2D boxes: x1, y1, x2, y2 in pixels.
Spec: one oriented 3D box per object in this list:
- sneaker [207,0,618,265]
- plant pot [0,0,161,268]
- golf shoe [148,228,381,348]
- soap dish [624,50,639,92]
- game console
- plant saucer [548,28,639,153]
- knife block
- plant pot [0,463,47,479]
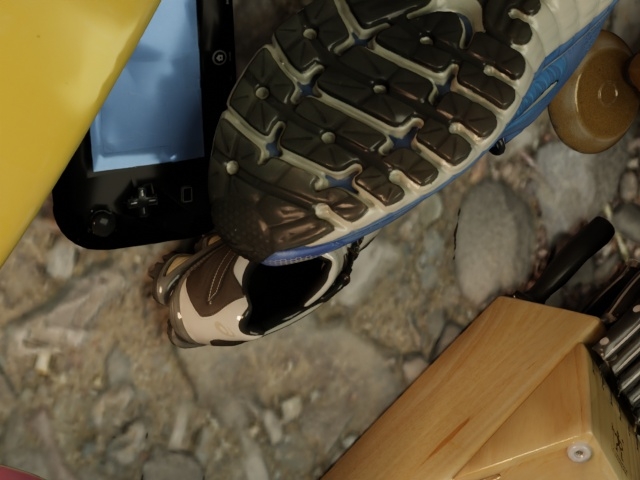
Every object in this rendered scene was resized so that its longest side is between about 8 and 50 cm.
[{"bbox_3d":[0.069,-0.083,1.004,0.330,0.130,0.147,-40,158,-28],"label":"sneaker"},{"bbox_3d":[-0.201,-0.126,0.776,0.239,0.254,0.254,30,80,-13],"label":"plant pot"},{"bbox_3d":[0.000,0.000,1.035,0.198,0.094,0.077,-42,118,-24],"label":"golf shoe"},{"bbox_3d":[0.346,-0.092,1.239,0.229,0.118,0.291,-51,125,-21],"label":"soap dish"},{"bbox_3d":[-0.084,-0.171,0.934,0.213,0.044,0.361,-5,110,-10],"label":"game console"},{"bbox_3d":[0.187,-0.098,1.198,0.083,0.015,0.083,-7,102,-35],"label":"plant saucer"},{"bbox_3d":[0.126,0.098,1.161,0.275,0.242,0.088,-22,118,18],"label":"knife block"},{"bbox_3d":[-0.208,0.196,0.874,0.201,0.201,0.180,20,71,-36],"label":"plant pot"}]
